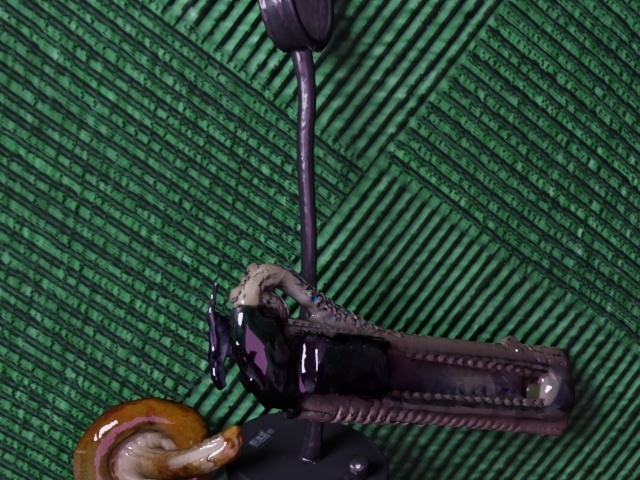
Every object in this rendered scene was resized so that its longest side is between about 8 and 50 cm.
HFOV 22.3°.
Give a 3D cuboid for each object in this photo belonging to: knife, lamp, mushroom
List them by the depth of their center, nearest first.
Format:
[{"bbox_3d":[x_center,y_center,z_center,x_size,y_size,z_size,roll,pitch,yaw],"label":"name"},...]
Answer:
[{"bbox_3d":[-0.034,0.004,1.042,0.109,0.130,0.371,-3,110,24],"label":"lamp"},{"bbox_3d":[0.069,0.081,1.049,0.365,0.043,0.089,14,84,-47],"label":"knife"},{"bbox_3d":[-0.097,0.141,1.069,0.130,0.073,0.088,-17,100,27],"label":"mushroom"}]
